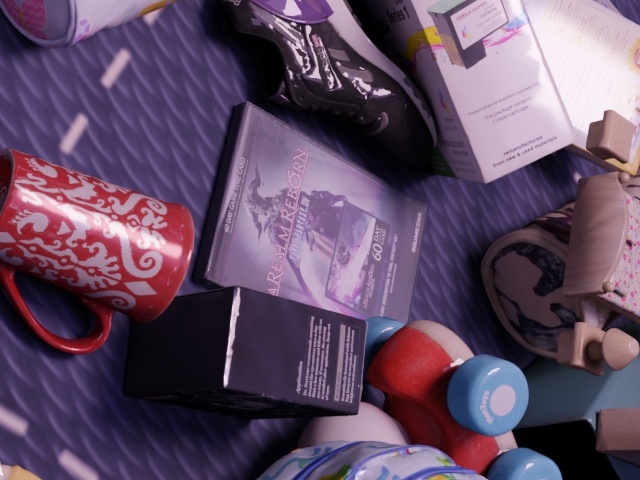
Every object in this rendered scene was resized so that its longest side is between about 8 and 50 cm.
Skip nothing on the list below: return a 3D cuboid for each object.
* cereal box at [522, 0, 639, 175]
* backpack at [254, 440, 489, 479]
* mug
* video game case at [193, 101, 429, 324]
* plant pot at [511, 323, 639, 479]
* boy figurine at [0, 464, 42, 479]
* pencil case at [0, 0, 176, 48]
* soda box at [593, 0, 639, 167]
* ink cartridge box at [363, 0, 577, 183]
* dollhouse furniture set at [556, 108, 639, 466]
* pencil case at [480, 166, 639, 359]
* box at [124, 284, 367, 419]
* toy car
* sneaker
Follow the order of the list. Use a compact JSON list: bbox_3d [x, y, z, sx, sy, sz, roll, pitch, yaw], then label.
[{"bbox_3d":[0.304,-0.204,1.558,0.240,0.047,0.173,26,84,-10],"label":"cereal box"},{"bbox_3d":[0.048,0.341,1.064,0.290,0.273,0.355,0,73,-38],"label":"backpack"},{"bbox_3d":[-0.211,0.009,1.100,0.169,0.113,0.150,24,64,-33],"label":"mug"},{"bbox_3d":[0.000,0.000,1.350,0.274,0.026,0.196,28,63,-36],"label":"video game case"},{"bbox_3d":[0.323,0.208,1.512,0.234,0.165,0.165,-47,112,-42],"label":"plant pot"},{"bbox_3d":[-0.255,0.258,1.018,0.285,0.092,0.177,11,80,-42],"label":"boy figurine"},{"bbox_3d":[-0.172,-0.273,1.190,0.273,0.113,0.124,-36,97,-41],"label":"pencil case"},{"bbox_3d":[0.405,-0.192,1.709,0.286,0.091,0.098,39,58,-30],"label":"soda box"},{"bbox_3d":[0.145,-0.214,1.391,0.117,0.201,0.278,-25,99,-7],"label":"ink cartridge box"},{"bbox_3d":[0.425,0.067,1.382,0.303,0.174,0.355,25,67,-36],"label":"dollhouse furniture set"},{"bbox_3d":[0.372,0.011,1.574,0.410,0.184,0.159,-23,108,-42],"label":"pencil case"},{"bbox_3d":[-0.069,0.107,1.176,0.158,0.156,0.093,18,71,-38],"label":"box"},{"bbox_3d":[0.064,0.215,1.250,0.238,0.219,0.210,-32,114,-22],"label":"toy car"},{"bbox_3d":[0.001,-0.165,1.352,0.283,0.107,0.124,48,68,-19],"label":"sneaker"}]
